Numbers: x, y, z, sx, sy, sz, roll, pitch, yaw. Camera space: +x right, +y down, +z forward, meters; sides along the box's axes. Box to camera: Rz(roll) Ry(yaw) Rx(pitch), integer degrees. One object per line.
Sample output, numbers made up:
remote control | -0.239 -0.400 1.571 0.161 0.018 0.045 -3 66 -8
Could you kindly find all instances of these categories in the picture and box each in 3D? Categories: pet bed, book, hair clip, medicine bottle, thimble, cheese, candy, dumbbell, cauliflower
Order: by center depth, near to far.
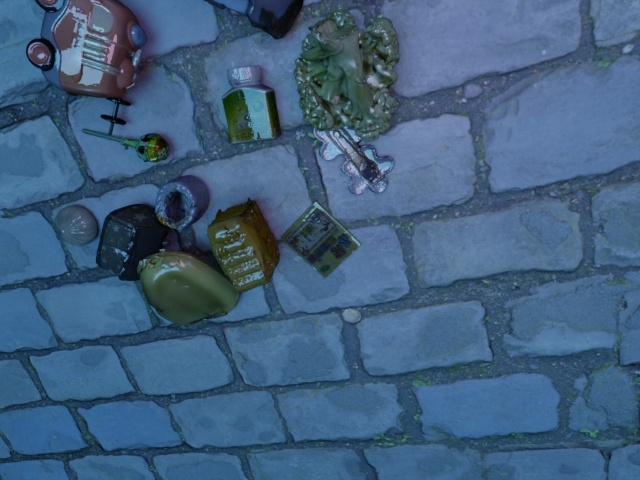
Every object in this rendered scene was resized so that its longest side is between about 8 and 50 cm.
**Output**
cauliflower | 0.076 -0.392 0.935 0.261 0.281 0.326 -27 90 -19
medicine bottle | -0.188 -0.362 1.091 0.132 0.088 0.188 -4 111 13
hair clip | 0.090 -0.230 1.104 0.146 0.075 0.257 -39 93 20
dumbbell | -0.587 -0.374 1.168 0.070 0.069 0.146 21 104 2
candy | -0.587 -0.294 1.206 0.306 0.091 0.083 15 124 12
thimble | -0.410 -0.114 1.217 0.127 0.118 0.151 32 113 -3
book | 0.000 0.000 1.241 0.192 0.013 0.168 42 112 -8
cheese | -0.427 0.142 1.264 0.260 0.128 0.315 -27 136 8
pet bed | -0.560 0.012 1.265 0.160 0.183 0.210 28 112 6

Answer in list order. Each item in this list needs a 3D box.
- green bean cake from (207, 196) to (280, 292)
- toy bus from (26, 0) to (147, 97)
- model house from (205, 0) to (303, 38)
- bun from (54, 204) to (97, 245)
green bean cake | -0.211 0.009 1.170 0.131 0.229 0.223 -19 109 11
toy bus | -0.576 -0.503 1.042 0.233 0.194 0.287 18 100 -5
model house | -0.202 -0.684 0.875 0.340 0.297 0.359 26 114 8
bun | -0.817 -0.043 1.338 0.139 0.094 0.138 3 108 10
